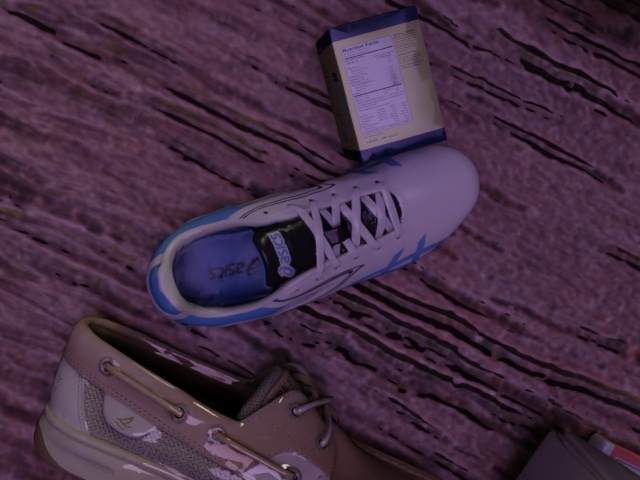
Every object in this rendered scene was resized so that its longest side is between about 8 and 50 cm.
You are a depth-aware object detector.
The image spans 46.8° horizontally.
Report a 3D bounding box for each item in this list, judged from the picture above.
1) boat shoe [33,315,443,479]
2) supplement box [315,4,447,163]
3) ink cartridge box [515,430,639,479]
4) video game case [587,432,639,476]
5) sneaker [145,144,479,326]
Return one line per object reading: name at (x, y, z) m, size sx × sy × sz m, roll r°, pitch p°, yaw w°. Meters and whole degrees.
boat shoe at (-0.034, 0.135, 0.499) m, size 0.302 × 0.109 × 0.098 m, roll 19°, pitch 97°, yaw -2°
supplement box at (0.037, -0.099, 0.482) m, size 0.056 × 0.083 × 0.083 m, roll -16°, pitch 100°, yaw -4°
ink cartridge box at (0.183, 0.326, 0.508) m, size 0.226 × 0.131 × 0.306 m, roll 32°, pitch 95°, yaw -9°
video game case at (0.289, 0.303, 0.592) m, size 0.285 × 0.025 × 0.204 m, roll 28°, pitch 94°, yaw -9°
sneaker at (0.000, 0.000, 0.492) m, size 0.237 × 0.086 × 0.085 m, roll -21°, pitch 99°, yaw -3°
